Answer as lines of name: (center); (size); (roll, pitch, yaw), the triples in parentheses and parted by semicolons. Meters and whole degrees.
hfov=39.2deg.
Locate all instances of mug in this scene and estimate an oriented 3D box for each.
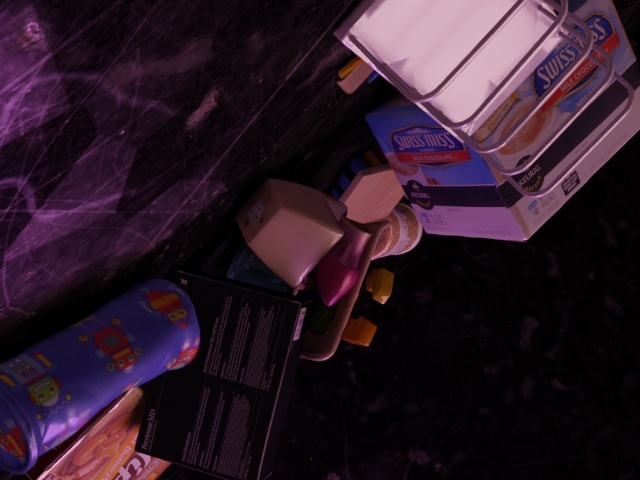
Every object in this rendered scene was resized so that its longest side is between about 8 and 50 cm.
mug: (-0.084, 0.044, 1.382); (0.129, 0.097, 0.157); (-59, 172, -45)

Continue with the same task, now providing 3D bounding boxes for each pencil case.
pencil case: (-0.271, 0.150, 1.050); (0.133, 0.119, 0.306); (-39, 176, 38)

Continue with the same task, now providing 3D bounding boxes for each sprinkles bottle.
sprinkles bottle: (0.134, -0.023, 1.952); (0.121, 0.121, 0.355); (-47, 170, 13)

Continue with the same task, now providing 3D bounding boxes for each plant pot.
plant pot: (-0.051, -0.022, 1.229); (0.096, 0.109, 0.109); (31, 110, -37)

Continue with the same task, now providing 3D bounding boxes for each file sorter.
file sorter: (0.197, -0.199, 1.009); (0.193, 0.173, 0.278); (-47, 138, 13)

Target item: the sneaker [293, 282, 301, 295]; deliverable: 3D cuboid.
sneaker: (-0.142, 0.109, 1.478); (0.299, 0.121, 0.112); (-31, 134, -51)

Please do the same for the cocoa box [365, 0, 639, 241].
cocoa box: (0.291, -0.194, 1.368); (0.347, 0.228, 0.231); (-40, -157, -23)

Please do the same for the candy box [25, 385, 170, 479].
candy box: (-0.318, 0.300, 1.343); (0.183, 0.087, 0.316); (-44, 156, -13)

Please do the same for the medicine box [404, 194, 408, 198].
medicine box: (0.275, -0.188, 1.767); (0.263, 0.149, 0.289); (-44, 171, -2)

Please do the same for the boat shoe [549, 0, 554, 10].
boat shoe: (0.254, -0.353, 1.198); (0.098, 0.109, 0.302); (-9, -175, 17)

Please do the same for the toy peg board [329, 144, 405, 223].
toy peg board: (0.078, -0.104, 1.590); (0.161, 0.079, 0.161); (-15, 152, -39)

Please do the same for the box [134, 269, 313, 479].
box: (-0.134, 0.188, 1.265); (0.103, 0.184, 0.261); (7, 97, -80)

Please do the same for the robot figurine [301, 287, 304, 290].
robot figurine: (-0.003, 0.127, 1.999); (0.219, 0.128, 0.158); (-40, 131, -22)

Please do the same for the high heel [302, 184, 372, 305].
high heel: (0.000, 0.000, 1.314); (0.117, 0.082, 0.244); (-64, -149, 11)

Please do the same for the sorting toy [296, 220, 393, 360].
sorting toy: (0.024, 0.068, 1.316); (0.229, 0.041, 0.307); (-64, -163, -11)

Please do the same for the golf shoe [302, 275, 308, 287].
golf shoe: (0.001, 0.011, 1.767); (0.186, 0.067, 0.086); (-55, -168, 45)

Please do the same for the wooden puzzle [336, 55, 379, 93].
wooden puzzle: (0.053, -0.219, 1.145); (0.078, 0.014, 0.116); (-40, 170, 1)
